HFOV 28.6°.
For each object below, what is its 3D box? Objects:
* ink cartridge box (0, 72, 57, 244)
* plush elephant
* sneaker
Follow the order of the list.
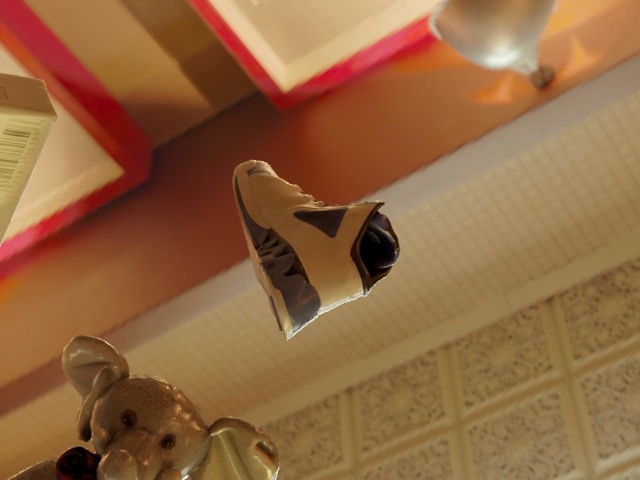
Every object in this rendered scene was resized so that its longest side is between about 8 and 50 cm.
[{"bbox_3d":[-0.383,-0.032,1.064,0.275,0.238,0.060,-58,-137,29],"label":"ink cartridge box"},{"bbox_3d":[-0.195,0.252,1.243,0.330,0.271,0.255,-64,174,-69],"label":"plush elephant"},{"bbox_3d":[0.000,0.001,1.616,0.182,0.128,0.315,-16,-147,-7],"label":"sneaker"}]
